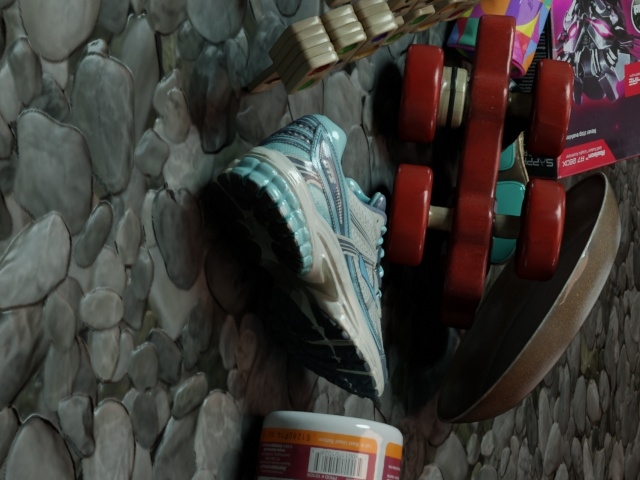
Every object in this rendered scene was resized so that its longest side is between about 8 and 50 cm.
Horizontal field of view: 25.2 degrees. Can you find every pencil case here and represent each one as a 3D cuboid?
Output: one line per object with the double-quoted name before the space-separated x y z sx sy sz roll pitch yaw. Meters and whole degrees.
"pencil case" 0.219 -0.301 1.595 0.104 0.104 0.236 32 76 -60

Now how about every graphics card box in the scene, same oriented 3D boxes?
"graphics card box" 0.322 -0.273 1.789 0.233 0.094 0.371 -15 105 -42

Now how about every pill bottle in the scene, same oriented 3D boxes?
"pill bottle" -0.002 0.258 1.183 0.121 0.121 0.221 30 65 -61

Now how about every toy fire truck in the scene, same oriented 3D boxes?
"toy fire truck" 0.160 -0.068 1.496 0.254 0.169 0.302 82 14 -80

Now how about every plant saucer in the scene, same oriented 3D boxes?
"plant saucer" 0.226 0.069 1.505 0.310 0.050 0.310 -58 -176 6

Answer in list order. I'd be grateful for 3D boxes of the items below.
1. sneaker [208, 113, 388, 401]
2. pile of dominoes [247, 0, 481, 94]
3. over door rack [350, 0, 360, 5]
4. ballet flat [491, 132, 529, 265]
"sneaker" 0.019 0.019 1.193 0.122 0.110 0.283 -46 136 -26
"pile of dominoes" 0.076 -0.178 1.149 0.251 0.196 0.040 -23 83 -24
"over door rack" 0.074 -0.269 1.169 0.324 0.239 0.108 19 60 -62
"ballet flat" 0.213 -0.075 1.676 0.067 0.073 0.206 -34 126 -76
